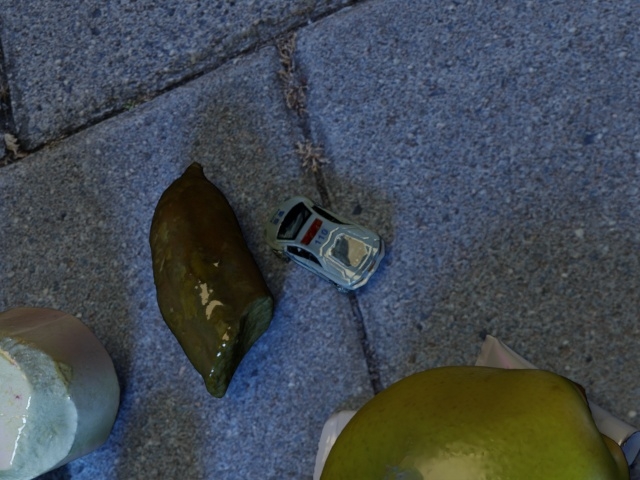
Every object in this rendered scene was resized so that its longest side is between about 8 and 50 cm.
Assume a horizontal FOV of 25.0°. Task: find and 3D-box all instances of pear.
[{"bbox_3d":[0.148,0.305,1.668,0.386,0.191,0.340,-41,62,16],"label":"pear"}]

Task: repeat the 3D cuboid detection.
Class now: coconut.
[{"bbox_3d":[-0.408,0.208,2.007,0.239,0.244,0.239,3,98,20],"label":"coconut"}]

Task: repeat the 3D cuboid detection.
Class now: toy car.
[{"bbox_3d":[0.000,0.000,2.016,0.205,0.056,0.095,28,81,33],"label":"toy car"}]

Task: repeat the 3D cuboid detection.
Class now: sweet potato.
[{"bbox_3d":[-0.165,0.038,2.025,0.158,0.158,0.369,-31,56,9],"label":"sweet potato"}]

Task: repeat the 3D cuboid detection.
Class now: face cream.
[{"bbox_3d":[0.283,0.205,1.773,0.244,0.058,0.092,27,97,38],"label":"face cream"}]

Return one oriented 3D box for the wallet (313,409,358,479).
[{"bbox_3d":[0.076,0.282,1.849,0.183,0.032,0.124,4,70,27],"label":"wallet"}]
